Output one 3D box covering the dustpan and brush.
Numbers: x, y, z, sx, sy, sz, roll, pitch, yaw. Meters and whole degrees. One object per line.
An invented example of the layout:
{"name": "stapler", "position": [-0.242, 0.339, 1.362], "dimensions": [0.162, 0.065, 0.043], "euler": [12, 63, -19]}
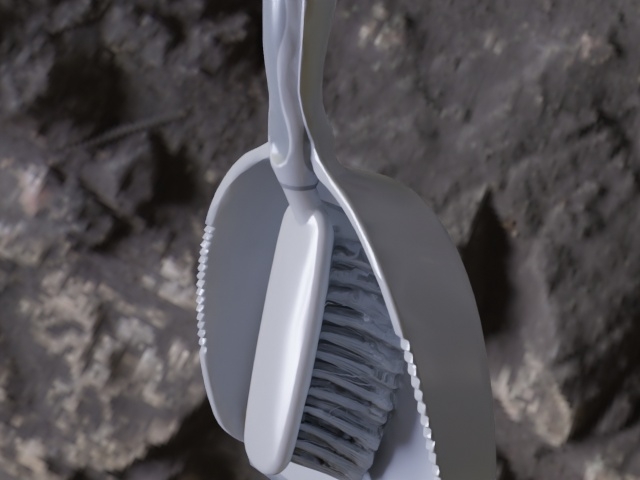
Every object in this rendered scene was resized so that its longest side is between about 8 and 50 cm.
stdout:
{"name": "dustpan and brush", "position": [0.000, 0.000, 0.462], "dimensions": [0.147, 0.060, 0.211], "euler": [28, 115, 53]}
